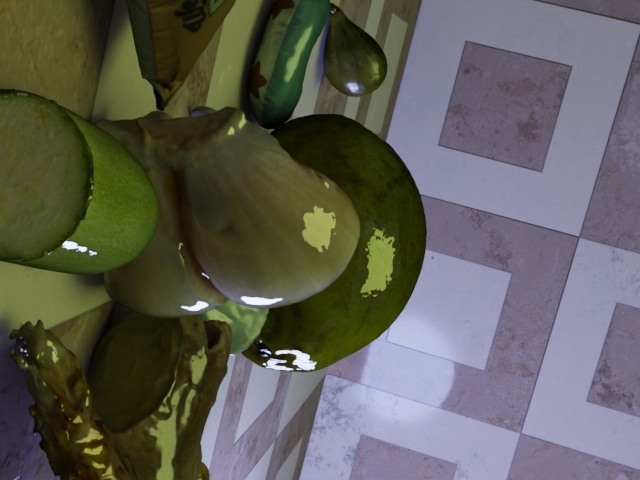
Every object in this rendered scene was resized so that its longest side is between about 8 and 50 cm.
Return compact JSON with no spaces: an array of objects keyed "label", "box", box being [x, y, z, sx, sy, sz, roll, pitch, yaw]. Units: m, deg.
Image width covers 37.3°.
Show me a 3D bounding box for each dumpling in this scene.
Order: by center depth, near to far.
[{"label":"dumpling","box":[-0.151,0.061,1.268,0.152,0.108,0.219,18,99,-40]}]

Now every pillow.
[{"label":"pillow","box":[-0.115,-0.335,0.874,0.310,0.119,0.312,94,12,-57]},{"label":"pillow","box":[-0.046,-0.282,1.458,0.214,0.086,0.234,-10,118,-85]}]

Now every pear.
[{"label":"pear","box":[0.000,0.000,1.442,0.352,0.351,0.414,86,18,-63]}]

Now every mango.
[{"label":"mango","box":[-0.225,0.425,1.651,0.114,0.057,0.079,105,1,-58]}]

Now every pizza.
[{"label":"pizza","box":[-0.236,0.202,0.944,0.189,0.071,0.297,-129,-161,-72]}]

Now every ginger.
[{"label":"ginger","box":[-0.189,0.208,1.149,0.276,0.130,0.221,-61,143,-28]}]

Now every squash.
[{"label":"squash","box":[-0.211,-0.037,0.802,0.247,0.132,0.133,37,69,-82]}]

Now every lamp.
[{"label":"lamp","box":[-0.145,-0.107,1.269,0.198,0.050,0.056,88,22,-62]}]

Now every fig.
[{"label":"fig","box":[0.045,-0.365,1.845,0.126,0.185,0.133,-33,-156,36]}]

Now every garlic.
[{"label":"garlic","box":[-0.113,-0.021,1.041,0.313,0.286,0.250,74,-6,-68]}]
